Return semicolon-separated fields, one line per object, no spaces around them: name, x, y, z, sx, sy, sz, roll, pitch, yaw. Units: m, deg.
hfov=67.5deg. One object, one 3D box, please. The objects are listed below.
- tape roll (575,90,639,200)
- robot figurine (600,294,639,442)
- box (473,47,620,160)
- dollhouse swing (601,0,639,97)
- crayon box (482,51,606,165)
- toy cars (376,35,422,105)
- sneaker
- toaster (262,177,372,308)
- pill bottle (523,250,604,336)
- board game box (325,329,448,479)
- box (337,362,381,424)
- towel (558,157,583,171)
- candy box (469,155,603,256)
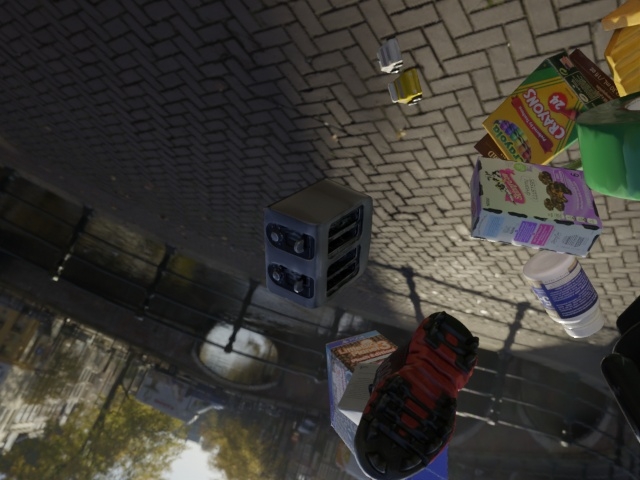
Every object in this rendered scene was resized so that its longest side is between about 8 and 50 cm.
tape roll;0.433;-0.122;0.466;0.321;0.321;0.077;-3;110;42
robot figurine;0.451;0.178;0.537;0.209;0.278;0.173;-23;130;22
box;0.670;-0.350;1.426;0.191;0.143;0.381;49;116;11
dollhouse swing;0.799;-0.343;0.890;0.315;0.305;0.347;-35;115;10
crayon box;0.570;-0.305;1.269;0.202;0.081;0.318;57;154;11
toy cars;0.249;-0.567;1.618;0.087;0.393;0.176;-16;139;4
sneaker;0.109;0.202;0.600;0.098;0.276;0.135;40;126;9
toaster;0.000;0.000;0.802;0.110;0.186;0.168;25;128;31
pill bottle;0.543;0.117;1.058;0.186;0.112;0.112;54;148;-11
board game box;0.140;0.374;1.069;0.141;0.232;0.291;-10;-164;-22
box;0.105;0.260;0.764;0.101;0.087;0.102;46;147;-22
towel;0.735;-0.165;1.459;0.038;0.248;0.325;60;167;21
candy box;0.373;-0.066;0.856;0.196;0.164;0.070;10;135;6
